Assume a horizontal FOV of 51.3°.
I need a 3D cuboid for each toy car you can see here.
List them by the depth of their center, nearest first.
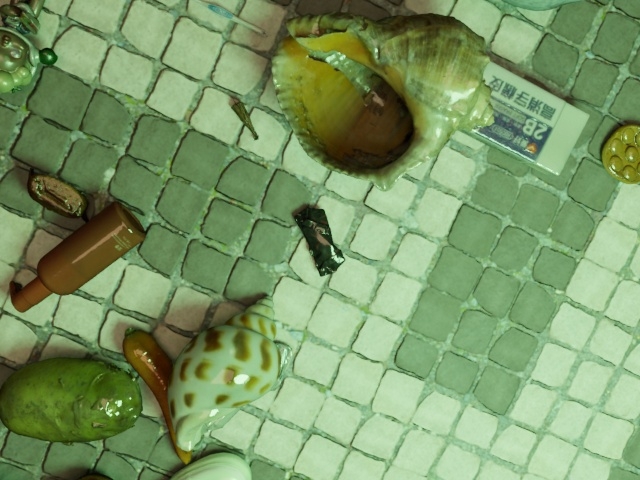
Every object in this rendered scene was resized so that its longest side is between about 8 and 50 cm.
[{"bbox_3d":[-0.081,0.228,1.192,0.041,0.025,0.093,19,95,-6],"label":"toy car"}]

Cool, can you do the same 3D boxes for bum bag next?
[{"bbox_3d":[0.000,0.000,1.167,0.058,0.034,0.124,-21,98,7],"label":"bum bag"}]

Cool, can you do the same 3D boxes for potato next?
[{"bbox_3d":[-0.422,0.268,1.123,0.251,0.113,0.149,-2,107,9],"label":"potato"}]

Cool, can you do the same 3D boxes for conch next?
[{"bbox_3d":[0.099,-0.228,1.073,0.352,0.210,0.297,23,86,19],"label":"conch"},{"bbox_3d":[-0.156,0.216,1.123,0.275,0.183,0.148,-36,82,-21],"label":"conch"}]

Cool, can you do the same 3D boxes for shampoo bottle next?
[{"bbox_3d":[-0.410,0.035,1.110,0.244,0.085,0.085,-35,99,1],"label":"shampoo bottle"}]

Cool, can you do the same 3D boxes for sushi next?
[{"bbox_3d":[-0.435,-0.071,1.108,0.120,0.055,0.052,27,83,-19],"label":"sushi"}]

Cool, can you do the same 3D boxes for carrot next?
[{"bbox_3d":[-0.268,0.269,1.166,0.066,0.062,0.271,-34,105,-34],"label":"carrot"}]

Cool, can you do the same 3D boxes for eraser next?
[{"bbox_3d":[0.343,-0.211,1.158,0.210,0.068,0.124,25,93,-9],"label":"eraser"}]

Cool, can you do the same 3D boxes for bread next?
[{"bbox_3d":[0.562,-0.156,1.207,0.110,0.024,0.110,-1,98,-4],"label":"bread"}]

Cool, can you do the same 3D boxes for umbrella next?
[{"bbox_3d":[-0.127,-0.207,1.134,0.020,0.031,0.083,-33,103,-33],"label":"umbrella"}]

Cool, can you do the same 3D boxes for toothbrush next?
[{"bbox_3d":[-0.162,-0.380,1.116,0.162,0.017,0.014,23,99,-12],"label":"toothbrush"}]

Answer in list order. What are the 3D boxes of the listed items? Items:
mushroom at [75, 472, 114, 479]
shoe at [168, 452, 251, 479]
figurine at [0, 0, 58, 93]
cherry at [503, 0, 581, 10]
[{"bbox_3d":[-0.401,0.470,1.160,0.127,0.087,0.127,0,96,-1],"label":"mushroom"},{"bbox_3d":[-0.260,0.531,1.145,0.132,0.160,0.363,42,92,-11],"label":"shoe"},{"bbox_3d":[-0.486,-0.322,1.051,0.147,0.093,0.197,19,94,-18],"label":"figurine"},{"bbox_3d":[0.335,-0.506,1.045,0.255,0.218,0.296,-34,104,-7],"label":"cherry"}]
